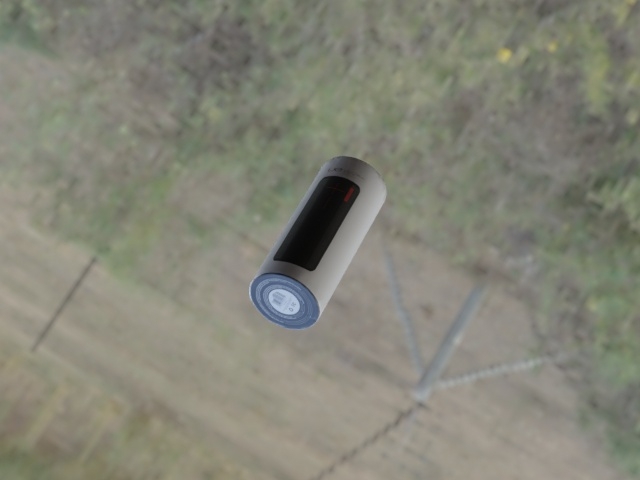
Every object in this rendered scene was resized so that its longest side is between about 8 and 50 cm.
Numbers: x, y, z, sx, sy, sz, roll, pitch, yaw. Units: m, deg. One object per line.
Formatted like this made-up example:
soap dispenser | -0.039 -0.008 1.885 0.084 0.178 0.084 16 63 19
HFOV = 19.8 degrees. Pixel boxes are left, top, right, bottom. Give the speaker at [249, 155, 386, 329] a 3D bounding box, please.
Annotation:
speaker | 0.000 0.000 1.320 0.055 0.136 0.055 16 136 16
